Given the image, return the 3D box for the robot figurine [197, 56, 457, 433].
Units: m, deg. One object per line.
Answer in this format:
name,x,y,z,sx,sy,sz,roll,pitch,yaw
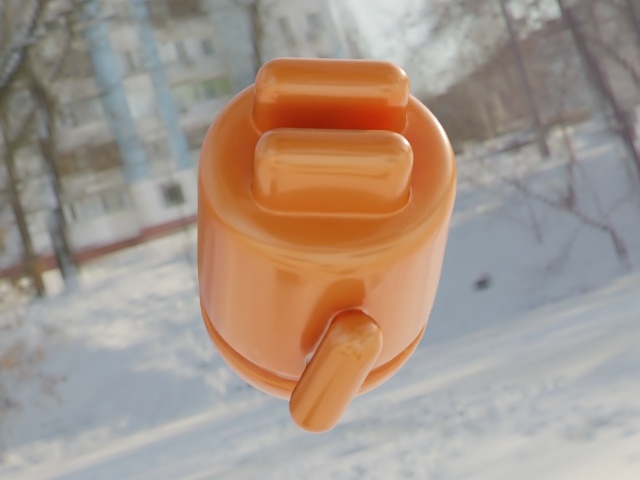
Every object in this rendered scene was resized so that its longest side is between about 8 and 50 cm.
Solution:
robot figurine,-0.001,0.002,0.888,0.128,0.158,0.219,-33,-26,-23
